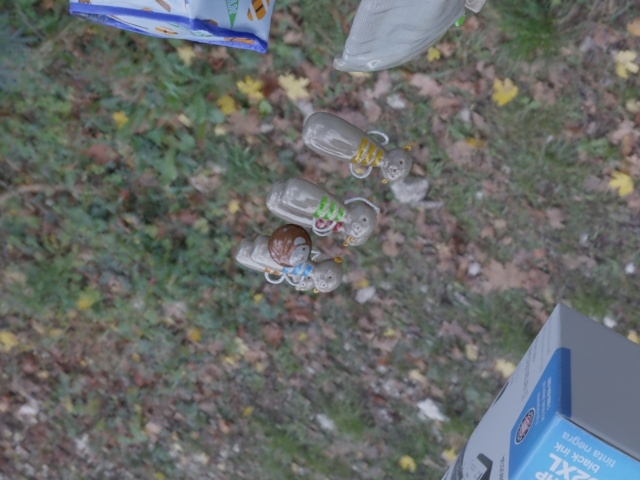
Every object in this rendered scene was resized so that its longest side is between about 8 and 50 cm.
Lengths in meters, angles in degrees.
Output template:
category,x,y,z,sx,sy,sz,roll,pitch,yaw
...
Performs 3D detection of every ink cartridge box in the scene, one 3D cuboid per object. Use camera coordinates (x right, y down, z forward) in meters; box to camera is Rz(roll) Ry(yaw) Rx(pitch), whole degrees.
category,x,y,z,sx,sy,sz,roll,pitch,yaw
ink cartridge box,0.179,0.240,0.764,0.129,0.223,0.307,29,113,4

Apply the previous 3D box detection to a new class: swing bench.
category,x,y,z,sx,sy,sz,roll,pitch,yaw
swing bench,0.088,-0.315,0.809,0.165,0.254,0.253,-8,174,-8

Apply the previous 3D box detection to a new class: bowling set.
category,x,y,z,sx,sy,sz,roll,pitch,yaw
bowling set,0.000,0.000,1.156,0.154,0.200,0.287,23,123,-13

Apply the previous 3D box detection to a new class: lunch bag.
category,x,y,z,sx,sy,sz,roll,pitch,yaw
lunch bag,-0.243,-0.500,1.457,0.385,0.328,0.239,16,-174,34

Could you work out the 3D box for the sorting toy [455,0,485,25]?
category,x,y,z,sx,sy,sz,roll,pitch,yaw
sorting toy,0.186,-0.324,1.161,0.062,0.083,0.012,32,-178,7
